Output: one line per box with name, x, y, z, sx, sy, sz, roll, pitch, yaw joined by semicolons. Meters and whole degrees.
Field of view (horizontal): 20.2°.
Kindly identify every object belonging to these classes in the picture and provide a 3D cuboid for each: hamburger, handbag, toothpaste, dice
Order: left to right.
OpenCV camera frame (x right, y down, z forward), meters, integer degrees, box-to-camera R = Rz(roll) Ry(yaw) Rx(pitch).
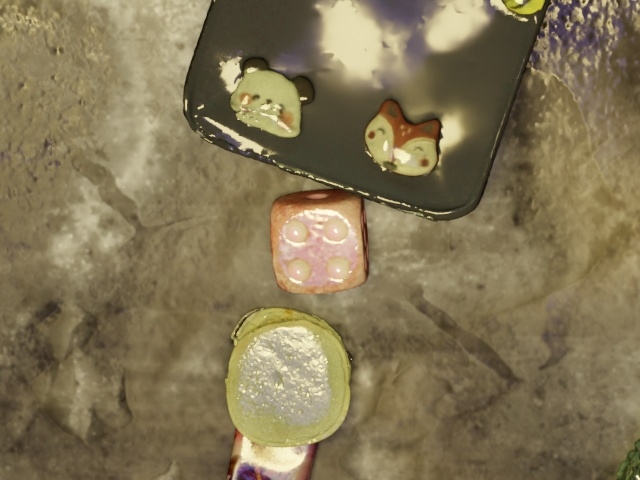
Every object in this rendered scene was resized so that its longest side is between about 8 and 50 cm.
toothpaste;-0.065;0.289;1.892;0.096;0.061;0.266;13;94;0
hamburger;-0.033;0.141;1.843;0.133;0.062;0.140;-2;98;3
dice;0.000;0.000;1.791;0.093;0.094;0.091;-3;101;7
handbag;0.051;-0.206;1.698;0.303;0.122;0.329;19;96;0

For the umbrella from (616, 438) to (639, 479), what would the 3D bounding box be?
umbrella;0.465;0.292;1.830;0.348;0.094;0.143;20;110;-2
